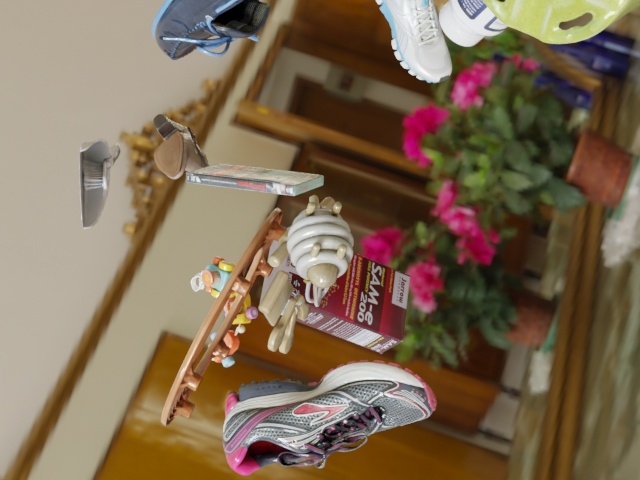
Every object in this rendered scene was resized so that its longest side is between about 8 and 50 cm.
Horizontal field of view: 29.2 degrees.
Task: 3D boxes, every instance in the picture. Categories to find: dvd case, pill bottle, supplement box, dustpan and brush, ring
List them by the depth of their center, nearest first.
[{"bbox_3d":[-0.067,-0.063,1.263,0.087,0.119,0.013,-27,-59,-68],"label":"dvd case"},{"bbox_3d":[0.233,-0.332,1.633,0.169,0.094,0.094,-40,24,50],"label":"pill bottle"},{"bbox_3d":[-0.126,0.109,1.690,0.336,0.032,0.336,-61,-3,-5],"label":"ring"},{"bbox_3d":[0.027,0.084,2.039,0.073,0.239,0.130,-36,38,52],"label":"supplement box"},{"bbox_3d":[-0.378,-0.125,2.120,0.211,0.060,0.147,-105,16,-64],"label":"dustpan and brush"}]

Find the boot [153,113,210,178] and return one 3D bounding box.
[{"bbox_3d":[-0.159,-0.097,1.455,0.087,0.042,0.118,45,-160,-47],"label":"boot"}]

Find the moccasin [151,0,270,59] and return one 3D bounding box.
[{"bbox_3d":[-0.130,-0.319,1.669,0.138,0.117,0.342,-41,3,-30],"label":"moccasin"}]

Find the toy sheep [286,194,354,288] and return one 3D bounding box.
[{"bbox_3d":[0.000,0.000,1.499,0.091,0.091,0.132,104,167,-57],"label":"toy sheep"}]

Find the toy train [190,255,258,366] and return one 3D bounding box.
[{"bbox_3d":[-0.163,0.108,1.921,0.046,0.166,0.125,3,-35,-48],"label":"toy train"}]

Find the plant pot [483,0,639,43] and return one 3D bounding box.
[{"bbox_3d":[0.292,-0.344,1.324,0.254,0.276,0.276,-45,-21,-41],"label":"plant pot"}]

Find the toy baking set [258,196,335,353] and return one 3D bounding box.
[{"bbox_3d":[-0.023,0.040,1.652,0.256,0.030,0.196,-51,-25,-44],"label":"toy baking set"}]

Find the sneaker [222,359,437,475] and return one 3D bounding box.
[{"bbox_3d":[0.013,0.248,1.652,0.112,0.299,0.121,-87,-24,-45],"label":"sneaker"}]

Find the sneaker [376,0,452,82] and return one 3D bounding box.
[{"bbox_3d":[0.131,-0.307,1.683,0.071,0.190,0.083,-24,-6,-22],"label":"sneaker"}]
